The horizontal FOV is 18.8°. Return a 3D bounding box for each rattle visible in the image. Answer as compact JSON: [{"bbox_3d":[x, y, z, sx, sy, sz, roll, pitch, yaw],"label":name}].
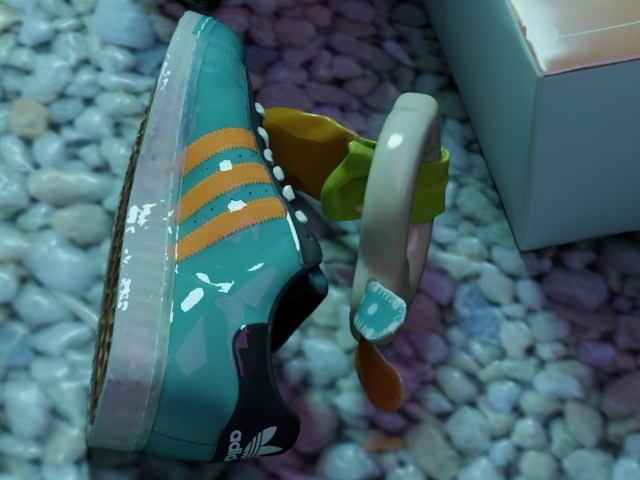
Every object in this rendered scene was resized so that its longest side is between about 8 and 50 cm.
[{"bbox_3d":[0.000,0.000,1.128,0.143,0.130,0.199,20,56,-1],"label":"rattle"}]

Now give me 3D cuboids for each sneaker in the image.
[{"bbox_3d":[-0.056,-0.001,1.109,0.121,0.108,0.302,13,53,-10],"label":"sneaker"}]

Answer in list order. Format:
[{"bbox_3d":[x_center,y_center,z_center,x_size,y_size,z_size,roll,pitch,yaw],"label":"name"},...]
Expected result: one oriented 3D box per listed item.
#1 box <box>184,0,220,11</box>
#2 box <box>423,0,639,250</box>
[{"bbox_3d":[-0.015,-0.338,1.298,0.076,0.307,0.242,31,44,17],"label":"box"},{"bbox_3d":[0.191,-0.189,1.298,0.215,0.168,0.345,-11,51,-8],"label":"box"}]
